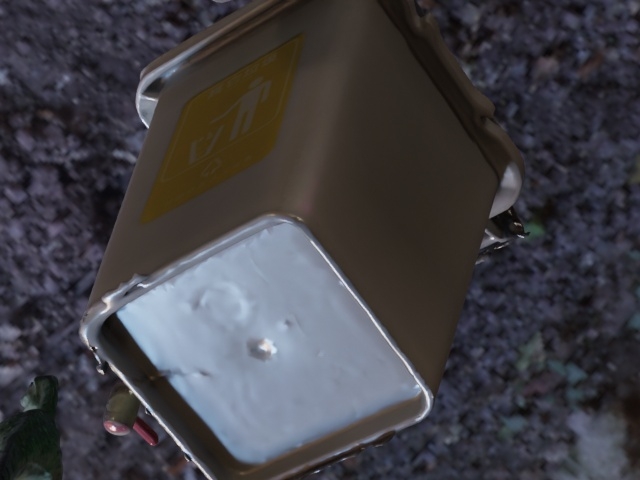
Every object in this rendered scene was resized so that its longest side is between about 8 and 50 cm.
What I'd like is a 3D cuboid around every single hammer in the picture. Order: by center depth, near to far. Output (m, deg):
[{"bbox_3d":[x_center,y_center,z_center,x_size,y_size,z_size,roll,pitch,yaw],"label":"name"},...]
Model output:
[{"bbox_3d":[-0.180,0.177,1.343,0.083,0.031,0.052,54,42,-45],"label":"hammer"}]

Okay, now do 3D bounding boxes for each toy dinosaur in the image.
[{"bbox_3d":[-0.236,0.202,1.036,0.076,0.383,0.129,4,99,-7],"label":"toy dinosaur"}]

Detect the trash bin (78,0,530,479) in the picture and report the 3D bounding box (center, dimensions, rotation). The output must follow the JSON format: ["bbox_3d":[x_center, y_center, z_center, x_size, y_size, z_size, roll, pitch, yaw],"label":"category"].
[{"bbox_3d":[0.000,0.000,1.002,0.256,0.367,0.296,-26,114,23],"label":"trash bin"}]

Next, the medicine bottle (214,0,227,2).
[{"bbox_3d":[-0.063,-0.233,0.904,0.088,0.188,0.132,-23,115,12],"label":"medicine bottle"}]
